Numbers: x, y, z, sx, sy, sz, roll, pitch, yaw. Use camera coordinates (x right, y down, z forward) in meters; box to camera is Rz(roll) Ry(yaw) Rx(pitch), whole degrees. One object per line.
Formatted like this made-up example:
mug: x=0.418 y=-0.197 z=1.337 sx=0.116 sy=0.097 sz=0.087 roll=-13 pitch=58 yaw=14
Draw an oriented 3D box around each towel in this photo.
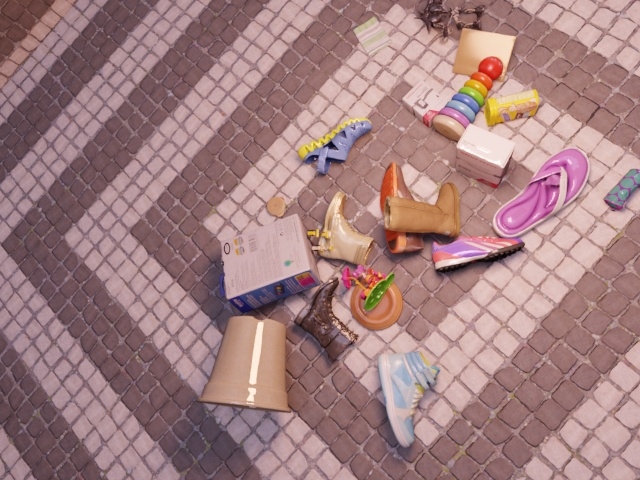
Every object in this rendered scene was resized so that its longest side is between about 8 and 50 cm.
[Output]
towel: x=0.217 y=-0.858 z=2.047 sx=0.113 sy=0.023 sz=0.152 roll=-29 pitch=73 yaw=6

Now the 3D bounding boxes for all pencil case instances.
pencil case: x=1.042 y=-0.174 z=1.665 sx=0.152 sy=0.064 sz=0.070 roll=-49 pitch=56 yaw=1

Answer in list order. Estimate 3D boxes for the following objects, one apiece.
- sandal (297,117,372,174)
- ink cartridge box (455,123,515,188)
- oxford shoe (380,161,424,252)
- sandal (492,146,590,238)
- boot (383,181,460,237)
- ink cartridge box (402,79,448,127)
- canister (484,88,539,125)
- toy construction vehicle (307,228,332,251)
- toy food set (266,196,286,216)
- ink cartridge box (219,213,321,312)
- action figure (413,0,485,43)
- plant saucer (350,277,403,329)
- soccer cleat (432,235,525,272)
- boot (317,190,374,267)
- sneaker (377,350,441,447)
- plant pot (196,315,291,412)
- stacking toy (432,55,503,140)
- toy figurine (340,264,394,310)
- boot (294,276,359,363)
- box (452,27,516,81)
sandal: x=0.072 y=-0.370 z=1.941 sx=0.317 sy=0.126 sz=0.138 roll=-30 pitch=76 yaw=16
ink cartridge box: x=0.576 y=-0.293 z=1.722 sx=0.171 sy=0.237 sz=0.100 roll=29 pitch=87 yaw=18
oxford shoe: x=0.311 y=-0.124 z=1.839 sx=0.132 sy=0.130 sz=0.364 roll=2 pitch=72 yaw=-16
sandal: x=0.787 y=-0.163 z=1.710 sx=0.416 sy=0.102 sz=0.169 roll=-46 pitch=72 yaw=2
boot: x=0.361 y=-0.127 z=1.742 sx=0.269 sy=0.089 sz=0.236 roll=8 pitch=57 yaw=-12
ink cartridge box: x=0.409 y=-0.536 z=1.908 sx=0.109 sy=0.063 sz=0.150 roll=-45 pitch=72 yaw=2
canister: x=0.699 y=-0.488 z=1.790 sx=0.169 sy=0.126 sz=0.074 roll=-11 pitch=76 yaw=11
toy construction vehicle: x=0.000 y=0.000 z=1.843 sx=0.098 sy=0.035 sz=0.086 roll=-5 pitch=78 yaw=23
toy food set: x=-0.181 y=-0.142 z=2.004 sx=0.083 sy=0.020 sz=0.083 roll=14 pitch=82 yaw=17
ink cartridge box: x=-0.222 y=0.097 z=1.855 sx=0.394 sy=0.151 sz=0.270 roll=-19 pitch=54 yaw=7
action figure: x=0.494 y=-0.866 z=1.918 sx=0.275 sy=0.141 sz=0.164 roll=3 pitch=81 yaw=-1
plant saucer: x=0.206 y=0.232 z=1.816 sx=0.199 sy=0.037 sz=0.200 roll=-3 pitch=78 yaw=14
soccer cleat: x=0.555 y=0.024 z=1.734 sx=0.317 sy=0.108 sz=0.117 roll=-15 pitch=71 yaw=14
boot: x=0.113 y=-0.042 z=1.863 sx=0.203 sy=0.095 sz=0.262 roll=16 pitch=89 yaw=19
sneaker: x=0.327 y=0.532 z=1.676 sx=0.208 sy=0.127 sz=0.320 roll=-15 pitch=76 yaw=13
plant pot: x=-0.253 y=0.447 z=1.770 sx=0.333 sy=0.334 sz=0.306 roll=0 pitch=67 yaw=15
stacking toy: x=0.562 y=-0.544 z=1.824 sx=0.141 sy=0.141 sz=0.331 roll=33 pitch=90 yaw=19
toy figurine: x=0.157 y=0.143 z=1.781 sx=0.159 sy=0.130 sz=0.173 roll=34 pitch=67 yaw=28
boot: x=0.052 y=0.295 z=1.828 sx=0.229 sy=0.091 sz=0.263 roll=38 pitch=94 yaw=13
box: x=0.624 y=-0.711 z=1.867 sx=0.201 sy=0.021 sz=0.165 roll=18 pitch=115 yaw=18
